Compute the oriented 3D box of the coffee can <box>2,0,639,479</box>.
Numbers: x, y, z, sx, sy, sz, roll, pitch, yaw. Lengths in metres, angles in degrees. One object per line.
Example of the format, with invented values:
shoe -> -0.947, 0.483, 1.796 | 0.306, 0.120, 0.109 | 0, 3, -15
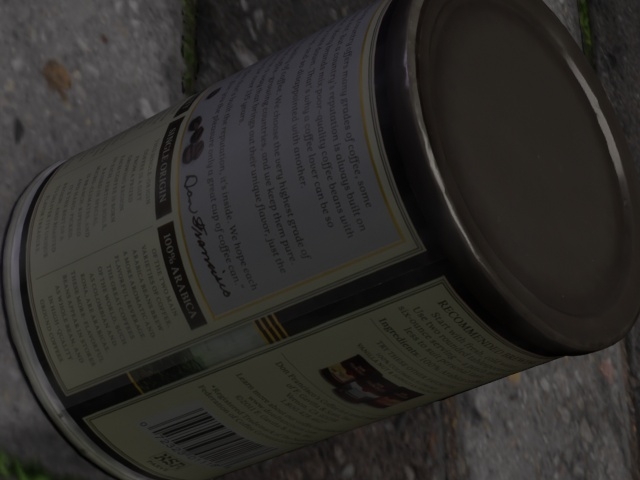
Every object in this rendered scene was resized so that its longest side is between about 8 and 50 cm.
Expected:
coffee can -> 0.000, 0.000, 0.966 | 0.201, 0.275, 0.201 | 31, 48, -42
